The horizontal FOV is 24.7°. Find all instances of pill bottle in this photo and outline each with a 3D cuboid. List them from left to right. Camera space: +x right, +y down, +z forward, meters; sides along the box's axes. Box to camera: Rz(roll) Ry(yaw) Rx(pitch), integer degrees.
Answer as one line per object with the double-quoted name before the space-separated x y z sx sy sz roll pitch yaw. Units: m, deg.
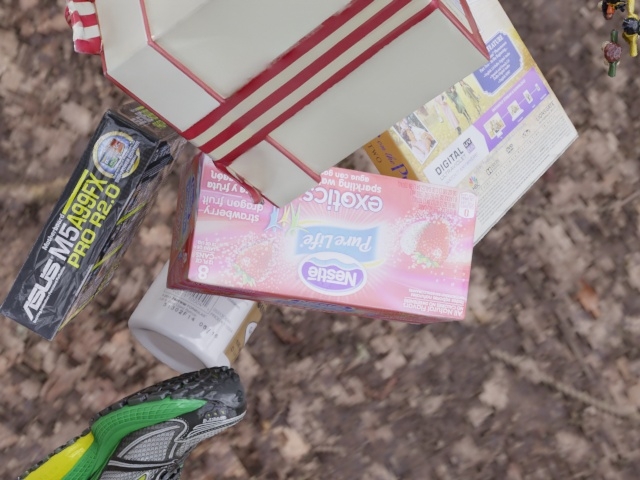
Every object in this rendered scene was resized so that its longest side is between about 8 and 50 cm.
"pill bottle" -0.115 0.042 1.732 0.131 0.131 0.229 35 69 -7

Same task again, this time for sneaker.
"sneaker" -0.184 0.245 1.567 0.134 0.343 0.146 -19 74 -51

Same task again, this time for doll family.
"doll family" 0.420 -0.325 2.017 0.076 0.111 0.193 -7 92 11

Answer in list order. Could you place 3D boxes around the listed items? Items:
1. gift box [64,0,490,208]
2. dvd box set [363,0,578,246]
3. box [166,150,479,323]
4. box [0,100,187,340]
"gift box" -0.049 -0.192 1.164 0.255 0.258 0.276 40 27 -39
"dvd box set" 0.131 -0.225 1.823 0.307 0.062 0.420 -44 105 -40
"box" 0.000 0.000 1.551 0.299 0.154 0.142 9 83 -14
"box" -0.213 -0.031 1.442 0.060 0.270 0.216 30 99 -2
